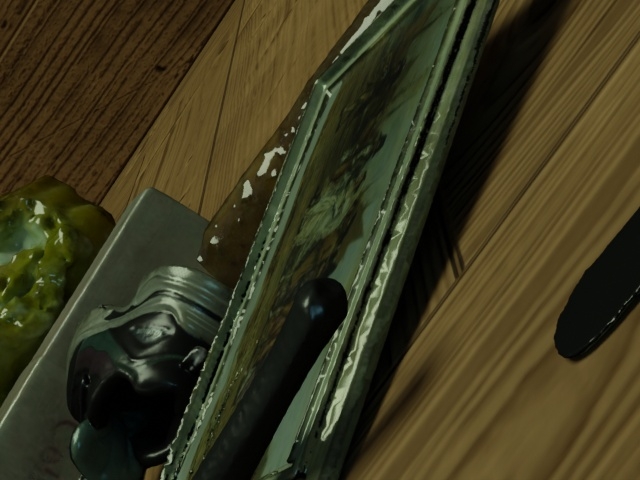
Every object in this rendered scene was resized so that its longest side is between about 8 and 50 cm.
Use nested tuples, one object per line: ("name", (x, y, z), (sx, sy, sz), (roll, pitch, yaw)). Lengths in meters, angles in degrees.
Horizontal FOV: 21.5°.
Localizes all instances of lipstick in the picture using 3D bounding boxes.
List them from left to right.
("lipstick", (-0.168, 0.143, 0.970), (0.371, 0.076, 0.080), (-61, 9, -20))

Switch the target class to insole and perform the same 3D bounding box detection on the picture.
("insole", (0.104, -0.027, 0.408), (0.153, 0.002, 0.053), (-53, 11, 23))

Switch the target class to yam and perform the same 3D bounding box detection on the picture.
("yam", (0.040, -0.111, 0.853), (0.327, 0.045, 0.045), (-53, -23, 17))

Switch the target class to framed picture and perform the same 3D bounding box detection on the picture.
("framed picture", (0.000, 0.000, 0.692), (0.217, 0.017, 0.274), (-39, 27, 60))

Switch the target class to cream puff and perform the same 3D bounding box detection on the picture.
("cream puff", (-0.223, 0.089, 1.145), (0.282, 0.185, 0.282), (-35, 9, 6))

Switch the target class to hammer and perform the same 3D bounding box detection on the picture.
("hammer", (-0.051, 0.110, 0.583), (0.246, 0.029, 0.103), (-61, 7, 22))

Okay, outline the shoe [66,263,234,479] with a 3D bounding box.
("shoe", (-0.096, 0.083, 0.849), (0.169, 0.071, 0.099), (-38, 24, 52))
